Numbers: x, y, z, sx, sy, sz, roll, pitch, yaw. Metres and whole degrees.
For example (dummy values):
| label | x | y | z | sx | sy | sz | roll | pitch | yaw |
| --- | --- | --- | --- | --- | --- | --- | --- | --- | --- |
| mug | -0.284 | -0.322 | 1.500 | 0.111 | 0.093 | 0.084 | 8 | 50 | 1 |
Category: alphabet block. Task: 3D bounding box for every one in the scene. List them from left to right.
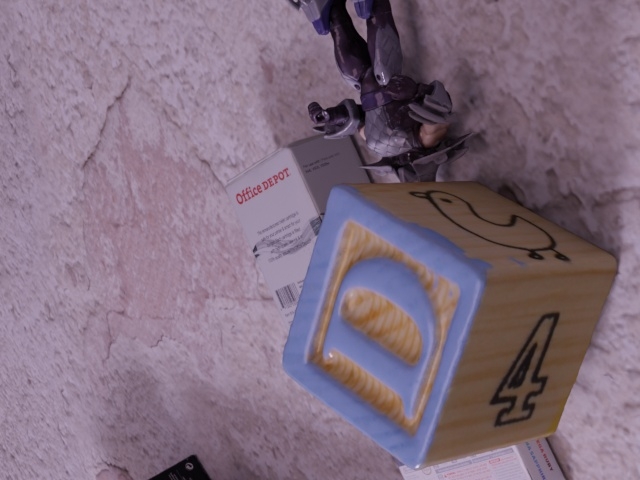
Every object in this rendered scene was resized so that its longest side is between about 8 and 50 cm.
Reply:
| label | x | y | z | sx | sy | sz | roll | pitch | yaw |
| --- | --- | --- | --- | --- | --- | --- | --- | --- | --- |
| alphabet block | 0.113 | 0.067 | 1.156 | 0.192 | 0.197 | 0.193 | 34 | 116 | 38 |

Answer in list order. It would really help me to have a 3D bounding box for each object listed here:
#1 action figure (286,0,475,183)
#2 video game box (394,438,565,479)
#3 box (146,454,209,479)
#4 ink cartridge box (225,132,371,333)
| label | x | y | z | sx | sy | sz | roll | pitch | yaw |
| --- | --- | --- | --- | --- | --- | --- | --- | --- | --- |
| action figure | 0.050 | -0.160 | 1.243 | 0.185 | 0.099 | 0.285 | -11 | 103 | 49 |
| video game box | 0.145 | 0.202 | 1.354 | 0.205 | 0.048 | 0.187 | -31 | 85 | 54 |
| box | -0.273 | 0.446 | 1.909 | 0.103 | 0.184 | 0.261 | 56 | 143 | 17 |
| ink cartridge box | 0.000 | 0.000 | 1.398 | 0.153 | 0.087 | 0.208 | -24 | 89 | 55 |
